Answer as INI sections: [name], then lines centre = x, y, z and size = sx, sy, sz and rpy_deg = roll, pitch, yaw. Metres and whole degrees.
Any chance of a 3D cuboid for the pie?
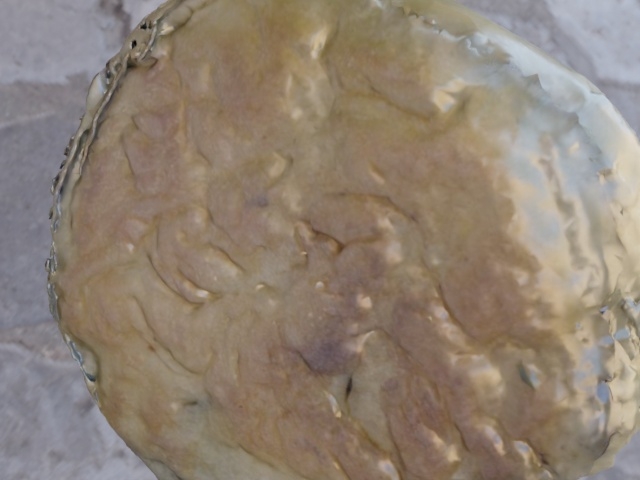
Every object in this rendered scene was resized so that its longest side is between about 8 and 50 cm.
[pie]
centre = -0.002, 0.001, 0.373
size = 0.052, 0.218, 0.185
rpy_deg = -39, 117, -53
